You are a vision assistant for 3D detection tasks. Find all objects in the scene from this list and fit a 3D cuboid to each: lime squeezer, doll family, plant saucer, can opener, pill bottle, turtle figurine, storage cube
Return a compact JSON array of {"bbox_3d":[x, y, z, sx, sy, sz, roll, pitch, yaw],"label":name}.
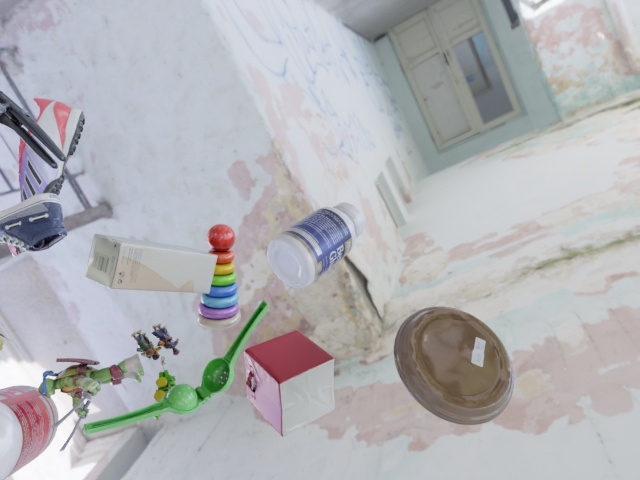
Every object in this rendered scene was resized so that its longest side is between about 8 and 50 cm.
[{"bbox_3d":[-0.195,0.222,0.704,0.310,0.059,0.110,-32,152,-29],"label":"lime squeezer"},{"bbox_3d":[-0.541,0.345,1.505,0.076,0.111,0.193,-52,162,29],"label":"doll family"},{"bbox_3d":[0.300,0.260,0.997,0.277,0.278,0.041,-34,154,-33],"label":"plant saucer"},{"bbox_3d":[-0.603,-0.230,0.930,0.059,0.186,0.073,-40,-166,16],"label":"can opener"},{"bbox_3d":[-0.849,0.504,1.143,0.229,0.229,0.407,-30,177,-17],"label":"pill bottle"},{"bbox_3d":[0.000,0.000,0.758,0.094,0.094,0.169,-15,-164,48],"label":"pill bottle"},{"bbox_3d":[-0.652,0.454,1.315,0.266,0.198,0.274,-15,-145,-34],"label":"turtle figurine"},{"bbox_3d":[-0.089,0.404,1.303,0.214,0.184,0.193,-15,-156,-35],"label":"storage cube"}]

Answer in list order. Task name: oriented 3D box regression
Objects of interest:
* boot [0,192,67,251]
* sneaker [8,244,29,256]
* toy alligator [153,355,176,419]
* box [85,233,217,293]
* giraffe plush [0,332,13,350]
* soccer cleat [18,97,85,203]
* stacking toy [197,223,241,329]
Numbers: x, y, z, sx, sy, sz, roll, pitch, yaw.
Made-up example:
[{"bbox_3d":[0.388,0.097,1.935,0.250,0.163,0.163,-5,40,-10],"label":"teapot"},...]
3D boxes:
[{"bbox_3d":[-0.561,-0.011,0.836,0.189,0.086,0.069,-25,164,11],"label":"boot"},{"bbox_3d":[-0.826,-0.011,1.236,0.057,0.119,0.047,-22,153,-25],"label":"sneaker"},{"bbox_3d":[-0.407,0.385,1.203,0.051,0.056,0.190,-4,-140,-8],"label":"toy alligator"},{"bbox_3d":[-0.457,0.069,1.252,0.147,0.121,0.311,11,179,38],"label":"box"},{"bbox_3d":[-0.739,0.227,0.878,0.210,0.181,0.171,12,-127,26],"label":"giraffe plush"},{"bbox_3d":[-0.678,-0.187,1.092,0.108,0.116,0.319,2,-106,65],"label":"soccer cleat"},{"bbox_3d":[-0.322,0.110,1.445,0.141,0.331,0.141,4,-164,-1],"label":"stacking toy"}]
